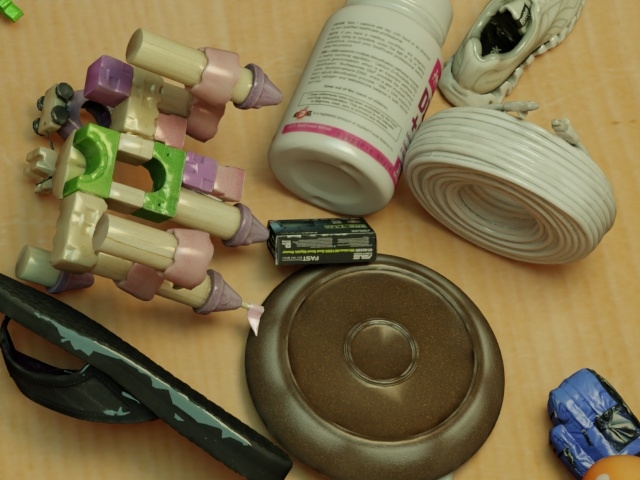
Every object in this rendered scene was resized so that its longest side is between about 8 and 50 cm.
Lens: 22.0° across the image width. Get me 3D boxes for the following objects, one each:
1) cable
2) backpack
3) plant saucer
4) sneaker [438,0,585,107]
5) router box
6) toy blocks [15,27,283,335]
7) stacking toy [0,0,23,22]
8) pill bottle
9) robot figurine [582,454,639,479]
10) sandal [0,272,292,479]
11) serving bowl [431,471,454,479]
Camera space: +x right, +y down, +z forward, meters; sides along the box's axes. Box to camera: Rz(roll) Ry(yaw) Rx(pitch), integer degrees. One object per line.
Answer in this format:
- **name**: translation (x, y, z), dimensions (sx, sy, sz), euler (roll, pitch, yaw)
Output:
- **cable**: translation (0.223, -0.061, 1.935), dimensions (0.257, 0.257, 0.089), euler (41, 66, -34)
- **backpack**: translation (0.312, 0.214, 1.908), dimensions (0.101, 0.098, 0.120), euler (-31, 74, -9)
- **plant saucer**: translation (0.068, 0.138, 1.921), dimensions (0.311, 0.050, 0.310), euler (4, 60, -7)
- **sneaker**: translation (0.265, -0.293, 2.119), dimensions (0.110, 0.118, 0.292), euler (33, 65, 10)
- **router box**: translation (0.000, 0.000, 1.967), dimensions (0.123, 0.092, 0.038), euler (-3, 103, -9)
- **toy blocks**: translation (-0.173, -0.055, 1.914), dimensions (0.260, 0.309, 0.288), euler (18, 69, -29)
- **stacking toy**: translation (-0.414, -0.397, 2.123), dimensions (0.221, 0.052, 0.167), euler (41, 70, 9)
- **pill bottle**: translation (0.057, -0.187, 2.022), dimensions (0.160, 0.160, 0.283), euler (21, 66, 3)
- **robot figurine**: translation (0.323, 0.327, 1.809), dimensions (0.158, 0.219, 0.128), euler (3, 28, -42)
- **sandal**: translation (-0.241, 0.167, 1.837), dimensions (0.446, 0.167, 0.107), euler (33, 89, 8)
- **serving bowl**: translation (0.116, 0.264, 1.901), dimensions (0.083, 0.027, 0.083), euler (3, 65, -6)
